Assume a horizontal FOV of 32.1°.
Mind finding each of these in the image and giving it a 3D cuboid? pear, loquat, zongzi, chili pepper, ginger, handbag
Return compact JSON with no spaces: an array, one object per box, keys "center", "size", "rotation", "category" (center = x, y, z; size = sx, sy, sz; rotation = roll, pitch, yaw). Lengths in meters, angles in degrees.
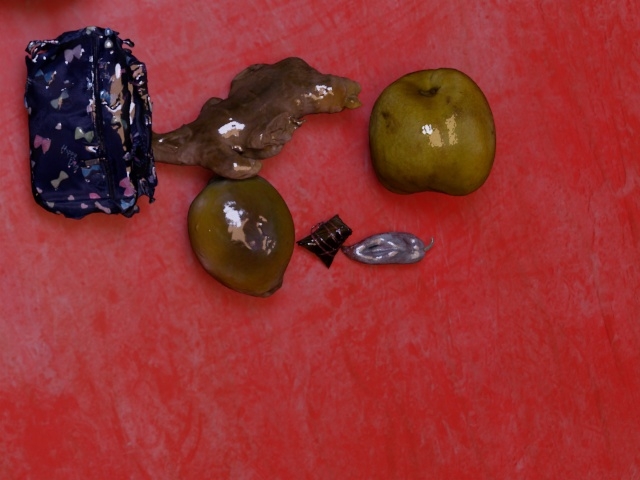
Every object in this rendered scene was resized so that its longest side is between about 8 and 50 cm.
[{"center":[0.164,-0.158,1.658],"size":[0.200,0.200,0.199],"rotation":[-3,98,-20],"category":"pear"},{"center":[-0.110,-0.006,1.601],"size":[0.152,0.152,0.195],"rotation":[-26,97,-16],"category":"loquat"},{"center":[0.000,0.000,1.691],"size":[0.074,0.067,0.083],"rotation":[17,108,-28],"category":"zongzi"},{"center":[0.109,0.013,1.739],"size":[0.153,0.041,0.050],"rotation":[0,55,-20],"category":"chili pepper"},{"center":[-0.096,-0.175,1.589],"size":[0.333,0.166,0.080],"rotation":[-28,145,-21],"category":"ginger"},{"center":[-0.308,-0.157,1.508],"size":[0.162,0.113,0.260],"rotation":[-1,100,14],"category":"handbag"}]
